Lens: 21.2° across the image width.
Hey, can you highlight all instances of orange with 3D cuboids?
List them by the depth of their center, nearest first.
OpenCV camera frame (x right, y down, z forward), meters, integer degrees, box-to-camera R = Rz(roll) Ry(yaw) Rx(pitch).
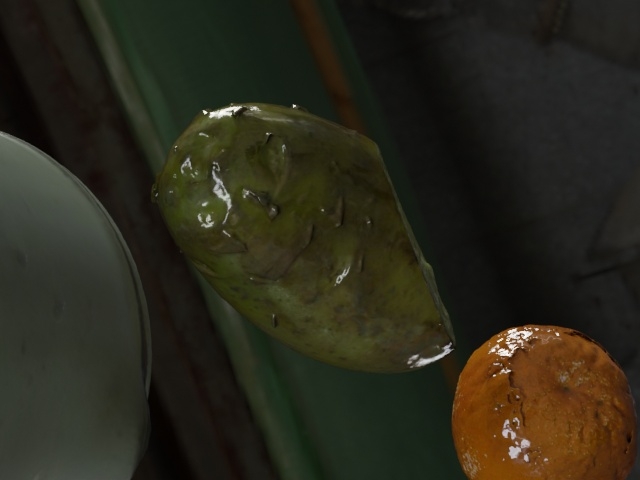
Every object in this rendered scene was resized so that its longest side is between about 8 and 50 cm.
[{"bbox_3d":[0.213,0.178,1.647,0.193,0.161,0.193,15,-125,-22],"label":"orange"}]

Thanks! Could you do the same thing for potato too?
[{"bbox_3d":[0.000,0.000,1.380,0.298,0.176,0.141,37,-155,-27],"label":"potato"}]

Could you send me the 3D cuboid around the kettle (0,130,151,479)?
[{"bbox_3d":[-0.231,0.036,0.558,0.318,0.265,0.205,10,-108,-71],"label":"kettle"}]
